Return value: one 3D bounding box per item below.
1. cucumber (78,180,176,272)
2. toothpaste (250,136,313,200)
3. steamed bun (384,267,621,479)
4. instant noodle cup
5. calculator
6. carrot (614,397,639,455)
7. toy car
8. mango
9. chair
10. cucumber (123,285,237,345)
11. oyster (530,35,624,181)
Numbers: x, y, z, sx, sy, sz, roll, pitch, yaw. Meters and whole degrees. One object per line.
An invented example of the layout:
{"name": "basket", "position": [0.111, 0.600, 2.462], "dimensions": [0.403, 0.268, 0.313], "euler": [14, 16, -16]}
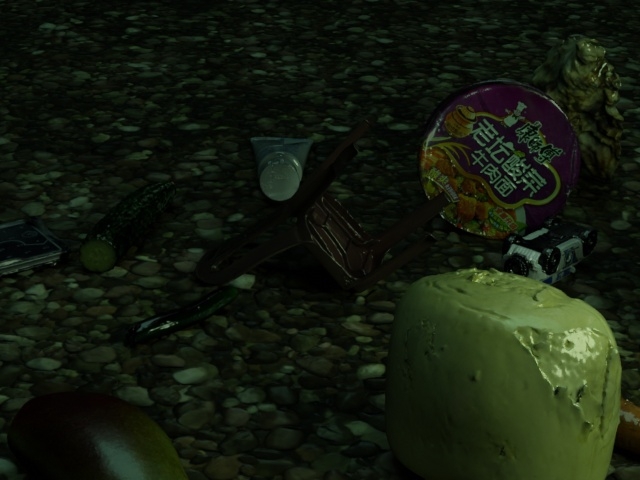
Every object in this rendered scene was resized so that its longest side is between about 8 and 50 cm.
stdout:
{"name": "cucumber", "position": [-0.288, -0.035, 1.952], "dimensions": [0.068, 0.067, 0.293], "euler": [7, 24, 12]}
{"name": "toothpaste", "position": [-0.069, -0.139, 2.195], "dimensions": [0.114, 0.073, 0.299], "euler": [0, 17, -1]}
{"name": "steamed bun", "position": [0.174, 0.154, 1.352], "dimensions": [0.273, 0.232, 0.166], "euler": [16, 22, 32]}
{"name": "instant noodle cup", "position": [0.282, -0.145, 2.025], "dimensions": [0.251, 0.251, 0.190], "euler": [4, 15, 7]}
{"name": "calculator", "position": [-0.516, 0.023, 1.854], "dimensions": [0.274, 0.028, 0.166], "euler": [-15, 29, -31]}
{"name": "carrot", "position": [0.363, 0.219, 1.428], "dimensions": [0.248, 0.059, 0.059], "euler": [25, 34, 36]}
{"name": "toy car", "position": [0.325, 0.020, 1.840], "dimensions": [0.080, 0.070, 0.171], "euler": [21, 29, 37]}
{"name": "mango", "position": [-0.219, 0.228, 1.318], "dimensions": [0.268, 0.111, 0.133], "euler": [28, 24, 37]}
{"name": "chair", "position": [0.000, 0.000, 1.826], "dimensions": [0.326, 0.183, 0.175], "euler": [-39, 11, 25]}
{"name": "cucumber", "position": [-0.181, 0.100, 1.692], "dimensions": [0.184, 0.033, 0.036], "euler": [-23, 54, -39]}
{"name": "oyster", "position": [0.417, -0.226, 2.131], "dimensions": [0.107, 0.354, 0.201], "euler": [-26, 58, -10]}
